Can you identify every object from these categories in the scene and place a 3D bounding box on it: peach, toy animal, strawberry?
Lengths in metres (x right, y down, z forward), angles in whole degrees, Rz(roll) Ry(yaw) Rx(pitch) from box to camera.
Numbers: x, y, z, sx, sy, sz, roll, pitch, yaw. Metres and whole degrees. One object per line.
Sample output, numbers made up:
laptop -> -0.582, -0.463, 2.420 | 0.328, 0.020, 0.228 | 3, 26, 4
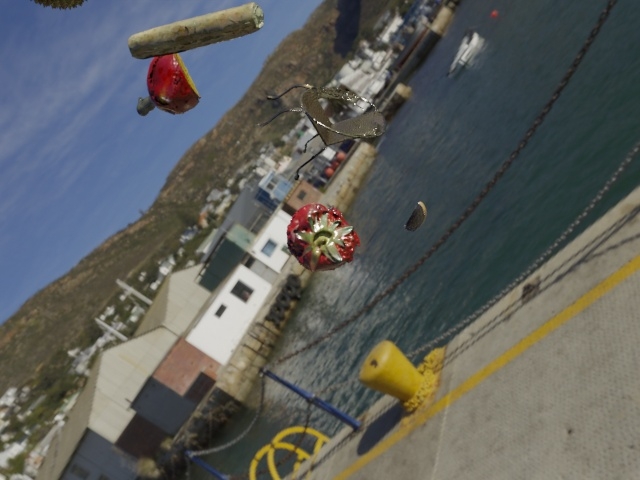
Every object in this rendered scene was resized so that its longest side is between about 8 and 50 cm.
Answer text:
peach -> -0.375, -0.402, 1.441 | 0.092, 0.127, 0.172 | -24, -67, -77
toy animal -> -0.463, -0.400, 1.607 | 0.136, 0.047, 0.065 | -31, 34, 19
strawberry -> 0.000, 0.000, 1.501 | 0.201, 0.187, 0.184 | 120, 148, -74

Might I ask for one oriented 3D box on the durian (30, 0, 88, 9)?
durian -> -0.442, -0.489, 1.036 | 0.208, 0.102, 0.146 | -24, 29, 25

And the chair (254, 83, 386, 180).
chair -> 0.008, -0.233, 1.124 | 0.213, 0.149, 0.174 | -18, 34, 22

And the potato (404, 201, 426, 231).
potato -> 0.243, -0.058, 1.405 | 0.036, 0.037, 0.093 | -32, -23, -35

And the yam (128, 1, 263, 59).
yam -> -0.280, -0.462, 1.277 | 0.071, 0.318, 0.067 | 57, -151, -56
